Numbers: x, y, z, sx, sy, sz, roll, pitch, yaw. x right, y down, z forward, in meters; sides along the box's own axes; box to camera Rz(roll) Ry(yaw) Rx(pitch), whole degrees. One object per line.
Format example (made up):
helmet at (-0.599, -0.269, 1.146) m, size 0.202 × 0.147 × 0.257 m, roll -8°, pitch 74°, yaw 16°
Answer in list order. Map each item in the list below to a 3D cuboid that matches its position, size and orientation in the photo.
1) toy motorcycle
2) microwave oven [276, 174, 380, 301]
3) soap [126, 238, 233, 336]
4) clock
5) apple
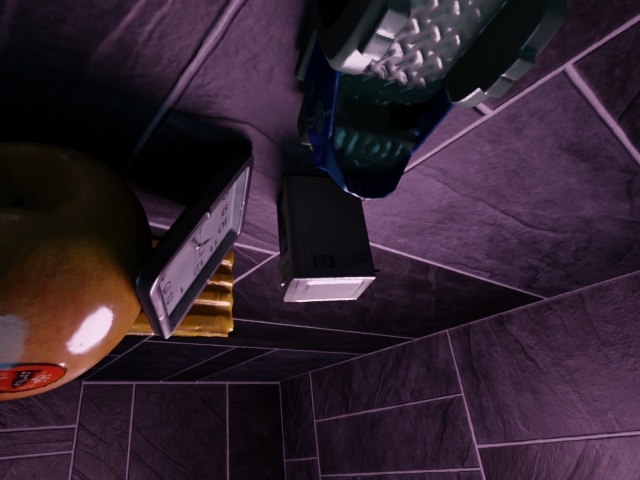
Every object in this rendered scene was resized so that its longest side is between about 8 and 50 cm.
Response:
toy motorcycle at (0.067, -0.167, 0.448) m, size 0.190 × 0.200 × 0.326 m, roll 5°, pitch 150°, yaw -24°
microwave oven at (0.000, 0.000, 0.757) m, size 0.162 × 0.205 × 0.129 m, roll 2°, pitch 153°, yaw -15°
soap at (-0.352, 0.104, 0.883) m, size 0.324 × 0.205 × 0.096 m, roll 11°, pitch 152°, yaw -32°
clock at (-0.204, 0.008, 0.687) m, size 0.049 × 0.274 × 0.279 m, roll 29°, pitch 149°, yaw 0°
apple at (-0.404, 0.032, 0.573) m, size 0.338 × 0.339 × 0.305 m, roll 14°, pitch 124°, yaw -37°
